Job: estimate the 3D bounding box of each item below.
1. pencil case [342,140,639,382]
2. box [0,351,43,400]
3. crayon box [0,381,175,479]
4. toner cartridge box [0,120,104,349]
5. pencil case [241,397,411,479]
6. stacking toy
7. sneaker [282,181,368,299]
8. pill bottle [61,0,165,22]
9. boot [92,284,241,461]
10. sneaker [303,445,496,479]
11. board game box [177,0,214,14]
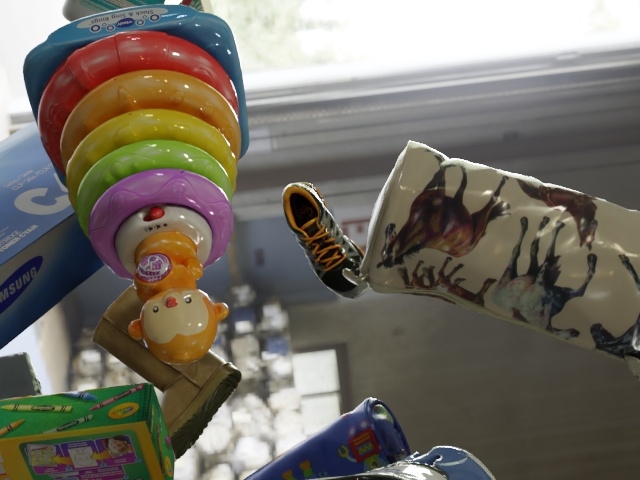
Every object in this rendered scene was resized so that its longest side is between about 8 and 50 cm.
[{"bbox_3d":[0.237,0.030,1.143,0.160,0.410,0.184,114,-7,-71],"label":"pencil case"},{"bbox_3d":[-0.686,0.494,1.767,0.297,0.479,0.472,-130,-143,-54],"label":"box"},{"bbox_3d":[-0.365,0.305,1.534,0.081,0.278,0.165,-95,178,-51],"label":"crayon box"},{"bbox_3d":[-0.267,-0.026,0.984,0.348,0.165,0.075,-47,142,-49],"label":"toner cartridge box"},{"bbox_3d":[-0.013,0.332,1.376,0.133,0.306,0.119,58,13,10],"label":"pencil case"},{"bbox_3d":[-0.124,-0.028,0.788,0.166,0.175,0.302,84,-7,-45],"label":"stacking toy"},{"bbox_3d":[0.000,0.000,1.652,0.215,0.084,0.083,55,7,13],"label":"sneaker"},{"bbox_3d":[-0.297,-0.446,1.671,0.146,0.146,0.264,-110,-135,-79],"label":"pill bottle"},{"bbox_3d":[-0.298,0.236,1.825,0.269,0.236,0.089,34,-18,27],"label":"boot"},{"bbox_3d":[-0.027,0.247,0.799,0.182,0.315,0.127,24,37,-61],"label":"sneaker"},{"bbox_3d":[-0.186,-0.248,1.423,0.039,0.124,0.259,37,18,-33],"label":"board game box"}]
